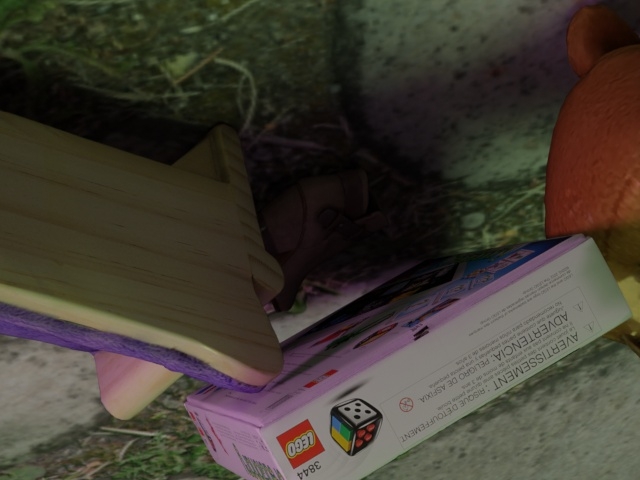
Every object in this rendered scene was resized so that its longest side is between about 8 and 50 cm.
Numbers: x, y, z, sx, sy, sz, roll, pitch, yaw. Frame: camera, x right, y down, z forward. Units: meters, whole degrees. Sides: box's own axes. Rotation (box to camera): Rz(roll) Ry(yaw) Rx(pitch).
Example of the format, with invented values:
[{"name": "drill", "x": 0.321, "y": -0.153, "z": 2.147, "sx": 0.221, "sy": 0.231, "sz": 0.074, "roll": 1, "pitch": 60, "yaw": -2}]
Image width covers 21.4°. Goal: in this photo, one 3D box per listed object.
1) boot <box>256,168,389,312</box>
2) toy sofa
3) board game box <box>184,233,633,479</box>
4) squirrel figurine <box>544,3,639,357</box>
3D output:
[{"name": "boot", "x": 0.000, "y": 0.000, "z": 1.045, "sx": 0.087, "sy": 0.042, "sz": 0.118, "roll": -22, "pitch": 153, "yaw": -1}, {"name": "toy sofa", "x": -0.201, "y": 0.003, "z": 0.852, "sx": 0.362, "sy": 0.177, "sz": 0.150, "roll": 17, "pitch": 135, "yaw": -39}, {"name": "board game box", "x": 0.033, "y": 0.070, "z": 0.959, "sx": 0.193, "sy": 0.053, "sz": 0.305, "roll": -29, "pitch": -177, "yaw": -11}, {"name": "squirrel figurine", "x": 0.320, "y": -0.059, "z": 0.932, "sx": 0.370, "sy": 0.281, "sz": 0.397, "roll": 15, "pitch": 123, "yaw": -22}]
